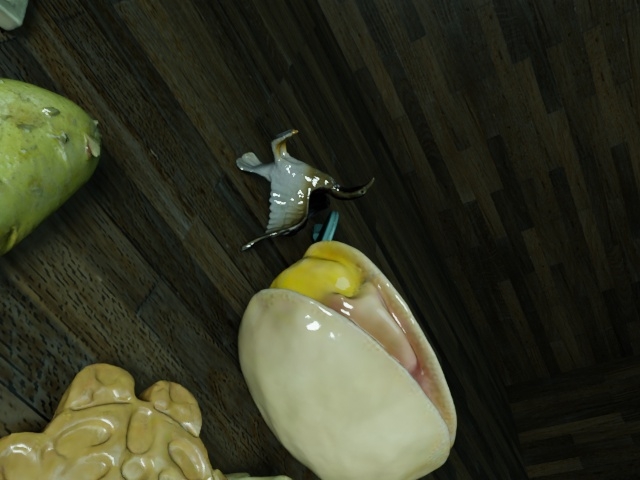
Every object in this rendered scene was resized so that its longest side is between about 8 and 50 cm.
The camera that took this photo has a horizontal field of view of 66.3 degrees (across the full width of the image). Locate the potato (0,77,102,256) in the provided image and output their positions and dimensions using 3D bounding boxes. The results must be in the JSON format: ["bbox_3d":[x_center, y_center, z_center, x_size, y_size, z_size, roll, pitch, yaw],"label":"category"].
[{"bbox_3d":[-0.224,-0.045,0.329,0.105,0.085,0.188,34,39,-23],"label":"potato"}]

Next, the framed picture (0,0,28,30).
[{"bbox_3d":[-0.373,-0.436,0.419,0.326,0.028,0.446,42,33,-52],"label":"framed picture"}]

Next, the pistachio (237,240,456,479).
[{"bbox_3d":[0.037,0.155,0.580,0.309,0.229,0.230,65,20,-18],"label":"pistachio"}]

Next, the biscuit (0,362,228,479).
[{"bbox_3d":[-0.129,0.211,0.294,0.202,0.044,0.289,32,37,-28],"label":"biscuit"}]

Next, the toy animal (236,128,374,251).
[{"bbox_3d":[-0.027,-0.087,0.739,0.160,0.197,0.272,60,26,-13],"label":"toy animal"}]

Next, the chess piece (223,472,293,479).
[{"bbox_3d":[-0.066,0.288,0.391,0.090,0.090,0.200,53,24,-36],"label":"chess piece"}]

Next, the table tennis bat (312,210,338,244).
[{"bbox_3d":[0.000,0.000,0.853,0.033,0.124,0.201,23,10,-4],"label":"table tennis bat"}]
